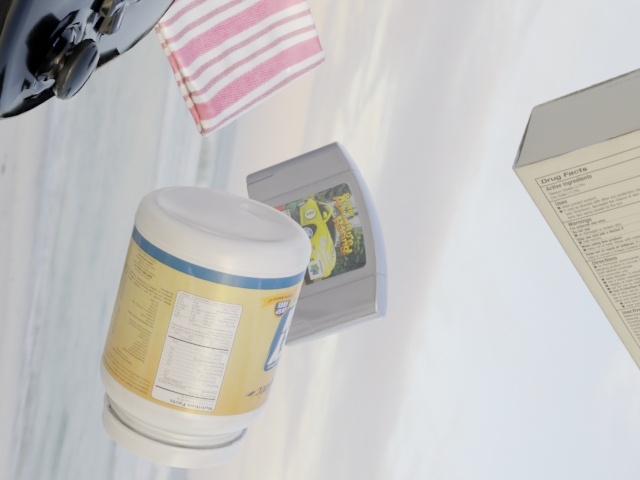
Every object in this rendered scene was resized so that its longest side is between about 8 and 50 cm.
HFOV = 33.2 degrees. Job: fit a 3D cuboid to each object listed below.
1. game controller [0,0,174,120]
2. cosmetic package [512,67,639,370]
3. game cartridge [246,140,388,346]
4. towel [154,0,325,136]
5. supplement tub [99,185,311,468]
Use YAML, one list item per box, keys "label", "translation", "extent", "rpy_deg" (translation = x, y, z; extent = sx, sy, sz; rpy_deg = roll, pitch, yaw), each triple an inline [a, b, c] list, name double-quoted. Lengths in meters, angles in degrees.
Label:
- label: "game controller"
  translation: [-0.019, -0.179, 0.306]
  extent: [0.319, 0.067, 0.166]
  rpy_deg: [-57, 172, 28]
- label: "cosmetic package"
  translation: [0.336, -0.008, 1.051]
  extent: [0.309, 0.160, 0.113]
  rpy_deg: [54, 39, -25]
- label: "game cartridge"
  translation: [0.000, 0.000, 1.681]
  extent: [0.060, 0.196, 0.294]
  rpy_deg: [31, 43, -67]
- label: "towel"
  translation: [-0.074, -0.200, 0.910]
  extent: [0.029, 0.144, 0.197]
  rpy_deg: [29, -33, 47]
- label: "supplement tub"
  translation: [-0.100, 0.070, 0.883]
  extent: [0.144, 0.144, 0.200]
  rpy_deg: [-96, -159, -71]
